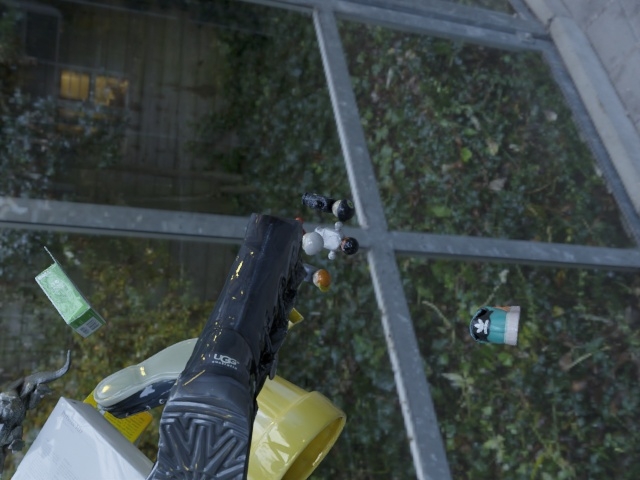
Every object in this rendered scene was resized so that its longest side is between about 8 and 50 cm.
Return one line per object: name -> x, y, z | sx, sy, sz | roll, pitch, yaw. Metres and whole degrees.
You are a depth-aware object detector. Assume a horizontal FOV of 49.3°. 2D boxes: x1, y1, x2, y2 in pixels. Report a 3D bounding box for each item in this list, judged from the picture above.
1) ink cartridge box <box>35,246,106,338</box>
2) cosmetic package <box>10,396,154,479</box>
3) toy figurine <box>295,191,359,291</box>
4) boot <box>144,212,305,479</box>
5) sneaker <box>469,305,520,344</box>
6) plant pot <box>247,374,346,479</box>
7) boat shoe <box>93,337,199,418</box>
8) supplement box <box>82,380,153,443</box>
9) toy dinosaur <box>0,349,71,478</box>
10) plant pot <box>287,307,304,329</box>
ink cartridge box -> -0.599, 0.123, 1.633 | 0.209, 0.062, 0.109 | 46, 165, 22
cosmetic package -> -0.471, 0.532, 1.397 | 0.377, 0.097, 0.284 | 26, 85, 38
toy figurine -> 0.000, 0.000, 1.797 | 0.148, 0.213, 0.209 | 18, 140, 33
boot -> -0.138, 0.207, 1.068 | 0.445, 0.146, 0.367 | -81, 11, -58
sneaker -> 0.453, 0.215, 1.812 | 0.302, 0.121, 0.108 | 25, -108, -73
plant pot -> -0.112, 0.397, 1.502 | 0.239, 0.254, 0.254 | 38, 131, 22
boat shoe -> -0.370, 0.346, 1.704 | 0.127, 0.340, 0.113 | 52, 163, 55
supplement box -> -0.680, 0.622, 2.008 | 0.356, 0.195, 0.194 | -53, -3, -44
toy dinosaur -> -0.664, 0.361, 1.508 | 0.160, 0.121, 0.313 | 2, 64, 55
plant pot -> -0.105, 0.196, 1.677 | 0.083, 0.081, 0.081 | -49, -11, 15
